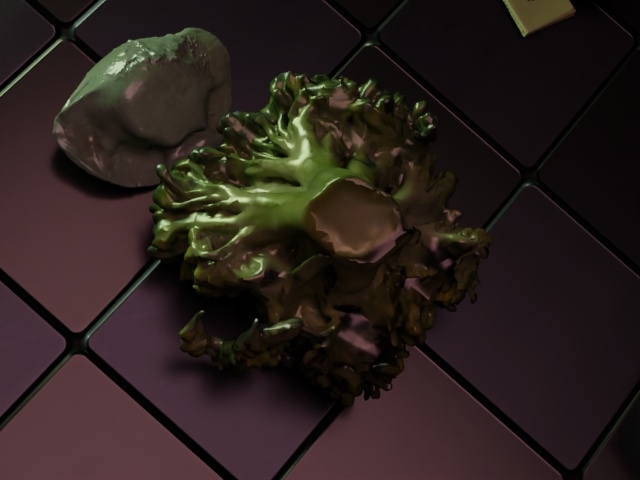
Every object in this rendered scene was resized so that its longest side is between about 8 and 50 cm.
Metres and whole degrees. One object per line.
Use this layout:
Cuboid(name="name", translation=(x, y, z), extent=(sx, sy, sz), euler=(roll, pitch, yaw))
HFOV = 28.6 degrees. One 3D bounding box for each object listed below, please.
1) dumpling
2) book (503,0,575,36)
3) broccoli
Cuboid(name="dumpling", translation=(-0.177, -0.145, 1.336), extent=(0.219, 0.108, 0.153), euler=(-38, 85, -18))
Cuboid(name="book", translation=(0.254, -0.310, 1.540), extent=(0.077, 0.014, 0.111), euler=(-27, 81, -18))
Cuboid(name="broccoli", translation=(-0.001, 0.000, 1.283), extent=(0.324, 0.272, 0.334), euler=(-35, 90, 19))
